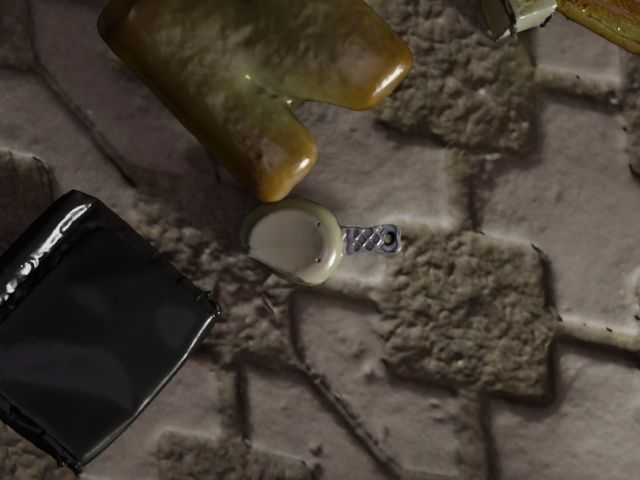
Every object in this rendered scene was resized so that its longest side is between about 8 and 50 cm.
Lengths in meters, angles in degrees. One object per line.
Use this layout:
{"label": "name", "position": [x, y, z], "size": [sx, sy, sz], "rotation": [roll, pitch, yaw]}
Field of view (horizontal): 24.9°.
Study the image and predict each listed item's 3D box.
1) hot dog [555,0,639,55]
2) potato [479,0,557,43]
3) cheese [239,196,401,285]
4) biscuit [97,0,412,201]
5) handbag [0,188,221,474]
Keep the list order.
{"label": "hot dog", "position": [0.331, -0.233, 1.534], "size": [0.216, 0.047, 0.066], "rotation": [24, 106, 4]}
{"label": "potato", "position": [0.202, -0.252, 1.508], "size": [0.061, 0.122, 0.086], "rotation": [-22, 90, -2]}
{"label": "cheese", "position": [-0.002, 0.007, 1.561], "size": [0.171, 0.047, 0.092], "rotation": [16, 92, 4]}
{"label": "biscuit", "position": [-0.073, -0.211, 1.548], "size": [0.237, 0.062, 0.290], "rotation": [-43, 82, 3]}
{"label": "handbag", "position": [-0.261, 0.096, 1.554], "size": [0.223, 0.080, 0.247], "rotation": [41, 76, 0]}
